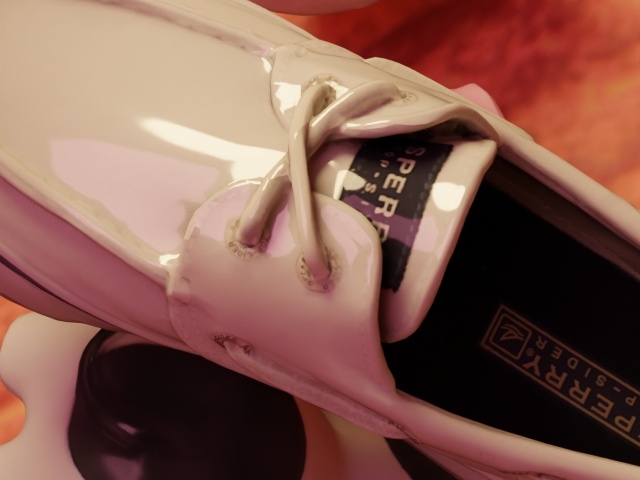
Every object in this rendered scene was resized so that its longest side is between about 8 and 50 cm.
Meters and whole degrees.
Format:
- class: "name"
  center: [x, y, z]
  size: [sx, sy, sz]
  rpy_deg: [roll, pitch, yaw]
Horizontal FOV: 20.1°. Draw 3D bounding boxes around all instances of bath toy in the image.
- class: "bath toy"
  center: [0.000, 0.000, 0.533]
  size: [0.129, 0.151, 0.348]
  rpy_deg: [1, 73, 24]

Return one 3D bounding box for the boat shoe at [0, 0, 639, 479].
- class: "boat shoe"
  center: [0.009, 0.000, 0.426]
  size: [0.267, 0.088, 0.096]
  rpy_deg: [33, 70, -8]
